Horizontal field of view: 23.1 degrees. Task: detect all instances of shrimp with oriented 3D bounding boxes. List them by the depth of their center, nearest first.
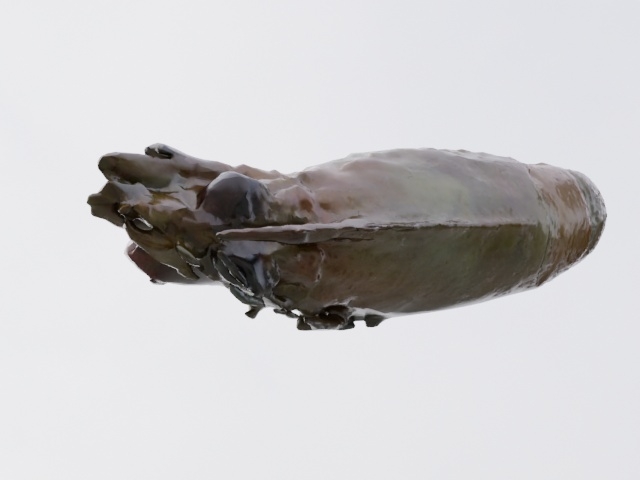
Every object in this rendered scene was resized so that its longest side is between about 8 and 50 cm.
[{"bbox_3d":[0.000,-0.004,0.482,0.133,0.053,0.236,5,6,34],"label":"shrimp"}]
